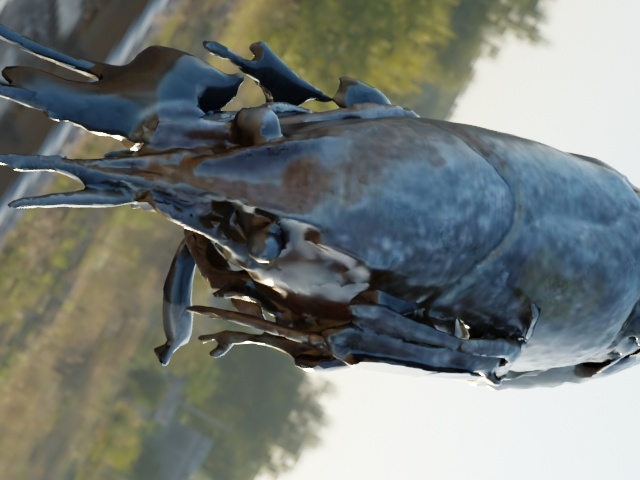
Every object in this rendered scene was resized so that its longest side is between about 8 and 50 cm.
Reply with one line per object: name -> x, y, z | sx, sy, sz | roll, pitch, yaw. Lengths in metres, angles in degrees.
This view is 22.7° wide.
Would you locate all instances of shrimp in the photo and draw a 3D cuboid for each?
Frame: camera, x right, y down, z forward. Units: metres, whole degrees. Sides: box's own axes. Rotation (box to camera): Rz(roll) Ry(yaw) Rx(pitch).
shrimp -> 0.004, -0.006, 0.592 | 0.145, 0.343, 0.116 | -5, -108, 53
